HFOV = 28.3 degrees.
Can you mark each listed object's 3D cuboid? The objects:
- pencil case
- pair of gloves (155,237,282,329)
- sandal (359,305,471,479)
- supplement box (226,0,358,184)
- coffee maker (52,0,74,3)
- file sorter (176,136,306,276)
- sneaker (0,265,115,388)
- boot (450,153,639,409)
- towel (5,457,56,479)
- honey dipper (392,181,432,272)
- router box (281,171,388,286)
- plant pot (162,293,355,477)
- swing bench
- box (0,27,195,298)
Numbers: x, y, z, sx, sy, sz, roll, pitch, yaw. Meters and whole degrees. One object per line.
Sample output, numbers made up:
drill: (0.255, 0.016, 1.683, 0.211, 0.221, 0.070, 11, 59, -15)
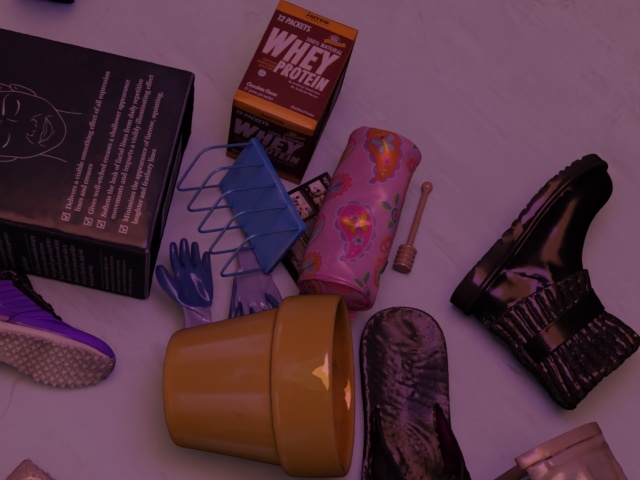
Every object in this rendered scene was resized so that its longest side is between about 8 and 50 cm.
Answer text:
pencil case: (0.059, -0.028, 1.879, 0.124, 0.124, 0.284, 18, 66, 0)
pair of gloves: (-0.148, 0.073, 1.881, 0.198, 0.023, 0.159, 4, 60, -27)
sandal: (0.134, 0.303, 1.806, 0.168, 0.107, 0.445, -6, 70, -10)
supplement box: (-0.047, -0.225, 1.948, 0.129, 0.194, 0.191, 22, 67, 2)
coffee maker: (-0.420, -0.476, 2.035, 0.120, 0.171, 0.178, 13, 87, 21)
file sorter: (-0.123, -0.047, 1.873, 0.104, 0.118, 0.170, -9, 61, -40)
sneaker: (-0.427, 0.106, 1.813, 0.293, 0.102, 0.146, 18, 45, -11)
boot: (0.396, 0.061, 1.925, 0.260, 0.131, 0.348, 40, 79, 16)
towel: (-0.351, 0.446, 1.715, 0.282, 0.049, 0.187, 35, 66, 8)
honey dipper: (0.148, -0.025, 1.984, 0.030, 0.030, 0.160, 18, 65, 0)
router box: (0.000, 0.000, 1.944, 0.133, 0.046, 0.179, -28, 75, -18)
plant pot: (-0.083, 0.204, 1.757, 0.239, 0.254, 0.254, -3, 68, 8)
swing bench: (0.363, 0.398, 1.720, 0.165, 0.254, 0.253, -23, 73, -16)
box: (-0.408, -0.118, 1.846, 0.395, 0.212, 0.293, 13, 67, -3)
